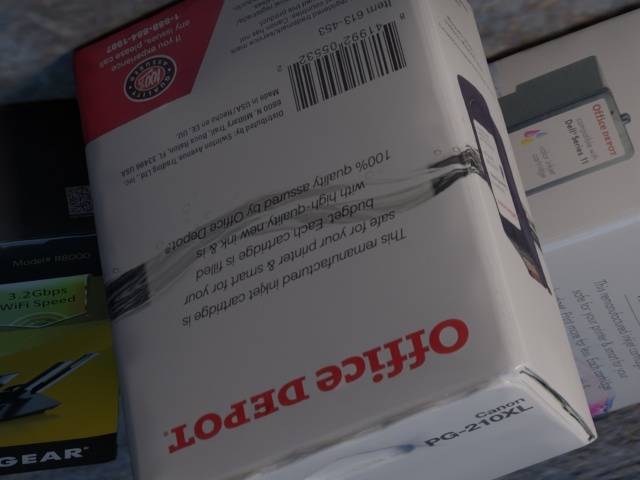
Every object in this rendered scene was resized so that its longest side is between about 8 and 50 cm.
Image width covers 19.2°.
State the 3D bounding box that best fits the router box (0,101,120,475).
[{"bbox_3d":[-0.255,0.044,0.953,0.308,0.081,0.243,-7,148,-11],"label":"router box"}]

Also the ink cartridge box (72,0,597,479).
[{"bbox_3d":[0.000,0.000,0.824,0.172,0.237,0.100,-23,148,17],"label":"ink cartridge box"}]

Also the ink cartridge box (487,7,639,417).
[{"bbox_3d":[0.130,0.000,0.988,0.353,0.119,0.207,-19,148,12],"label":"ink cartridge box"}]
